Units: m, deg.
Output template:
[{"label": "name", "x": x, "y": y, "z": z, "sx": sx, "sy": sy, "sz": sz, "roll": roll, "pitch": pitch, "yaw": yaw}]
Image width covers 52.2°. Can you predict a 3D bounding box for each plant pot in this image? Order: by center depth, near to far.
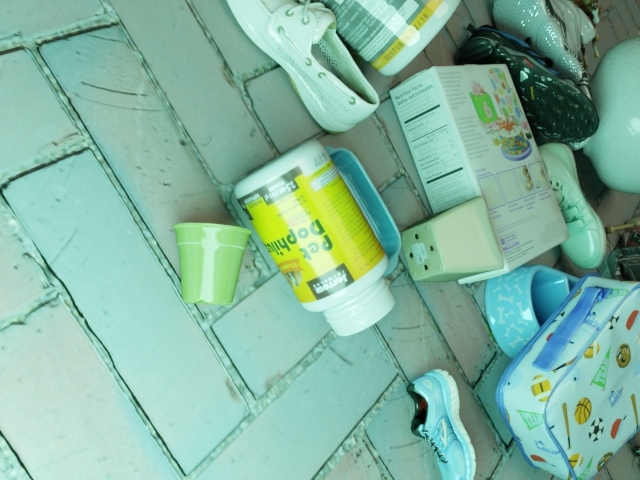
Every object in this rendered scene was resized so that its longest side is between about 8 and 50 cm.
[{"label": "plant pot", "x": -0.113, "y": 0.027, "z": 0.676, "sx": 0.083, "sy": 0.083, "sz": 0.079, "roll": 8, "pitch": 81, "yaw": -42}, {"label": "plant pot", "x": 0.180, "y": 0.007, "z": 0.943, "sx": 0.096, "sy": 0.109, "sz": 0.108, "roll": -13, "pitch": 84, "yaw": -33}]

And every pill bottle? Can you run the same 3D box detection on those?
[{"label": "pill bottle", "x": 0.000, "y": 0.000, "z": 0.758, "sx": 0.117, "sy": 0.117, "sz": 0.214, "roll": -40, "pitch": 103, "yaw": -44}, {"label": "pill bottle", "x": 0.044, "y": -0.372, "z": 0.891, "sx": 0.278, "sy": 0.162, "sz": 0.162, "roll": 39, "pitch": 51, "yaw": -12}]

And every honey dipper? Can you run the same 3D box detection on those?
[{"label": "honey dipper", "x": 0.698, "y": -0.033, "z": 1.503, "sx": 0.161, "sy": 0.030, "sz": 0.030, "roll": -6, "pitch": 79, "yaw": -42}]

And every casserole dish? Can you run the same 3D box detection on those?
[{"label": "casserole dish", "x": 0.038, "y": -0.034, "z": 0.866, "sx": 0.114, "sy": 0.037, "sz": 0.188, "roll": -41, "pitch": 103, "yaw": -44}]

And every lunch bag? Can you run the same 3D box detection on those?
[{"label": "lunch bag", "x": 0.407, "y": 0.200, "z": 0.998, "sx": 0.303, "sy": 0.115, "sz": 0.243, "roll": -45, "pitch": 119, "yaw": -21}]

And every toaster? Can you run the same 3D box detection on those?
[{"label": "toaster", "x": 0.580, "y": 0.114, "z": 1.200, "sx": 0.129, "sy": 0.146, "sz": 0.226, "roll": -7, "pitch": 57, "yaw": -7}]

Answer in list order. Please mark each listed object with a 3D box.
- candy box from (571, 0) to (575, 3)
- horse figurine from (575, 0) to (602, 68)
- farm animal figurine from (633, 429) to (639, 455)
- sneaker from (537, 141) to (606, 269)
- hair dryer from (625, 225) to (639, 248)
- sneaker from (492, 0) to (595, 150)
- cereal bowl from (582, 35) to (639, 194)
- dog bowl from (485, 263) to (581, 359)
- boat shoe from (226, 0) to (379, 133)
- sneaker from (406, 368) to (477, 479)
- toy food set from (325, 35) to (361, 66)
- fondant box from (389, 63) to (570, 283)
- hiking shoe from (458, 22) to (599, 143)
[{"label": "candy box", "x": 0.528, "y": -0.677, "z": 1.413, "sx": 0.316, "sy": 0.088, "sz": 0.182, "roll": 68, "pitch": 18, "yaw": -70}, {"label": "horse figurine", "x": 0.638, "y": -0.537, "z": 1.563, "sx": 0.174, "sy": 0.066, "sz": 0.263, "roll": 65, "pitch": 32, "yaw": -34}, {"label": "farm animal figurine", "x": 0.754, "y": 0.458, "z": 1.269, "sx": 0.330, "sy": 0.172, "sz": 0.326, "roll": 19, "pitch": 63, "yaw": -38}, {"label": "sneaker", "x": 0.437, "y": -0.055, "z": 1.218, "sx": 0.151, "sy": 0.094, "sz": 0.255, "roll": -14, "pitch": 83, "yaw": -43}, {"label": "hair dryer", "x": 0.751, "y": 0.107, "z": 1.457, "sx": 0.224, "sy": 0.080, "sz": 0.293, "roll": -14, "pitch": 81, "yaw": -44}, {"label": "sneaker", "x": 0.504, "y": -0.368, "z": 1.363, "sx": 0.210, "sy": 0.137, "sz": 0.365, "roll": -16, "pitch": 83, "yaw": -43}, {"label": "cereal bowl", "x": 0.647, "y": -0.268, "z": 1.420, "sx": 0.339, "sy": 0.141, "sz": 0.338, "roll": 2, "pitch": 90, "yaw": -69}, {"label": "dog bowl", "x": 0.400, "y": 0.128, "z": 1.125, "sx": 0.297, "sy": 0.074, "sz": 0.165, "roll": 17, "pitch": 64, "yaw": -38}, {"label": "boat shoe", "x": -0.018, "y": -0.273, "z": 0.858, "sx": 0.277, "sy": 0.096, "sz": 0.098, "roll": 49, "pitch": 49, "yaw": -18}, {"label": "sneaker", "x": 0.150, "y": 0.256, "z": 0.862, "sx": 0.073, "sy": 0.063, "sz": 0.162, "roll": -8, "pitch": 75, "yaw": -27}, {"label": "toy food set", "x": 0.036, "y": -0.306, "z": 0.980, "sx": 0.078, "sy": 0.019, "sz": 0.122, "roll": 39, "pitch": 59, "yaw": -27}, {"label": "fondant box", "x": 0.270, "y": -0.120, "z": 1.078, "sx": 0.238, "sy": 0.096, "sz": 0.330, "roll": -17, "pitch": 88, "yaw": -46}, {"label": "hiking shoe", "x": 0.403, "y": -0.305, "z": 1.227, "sx": 0.304, "sy": 0.113, "sz": 0.132, "roll": 34, "pitch": 46, "yaw": -11}]
